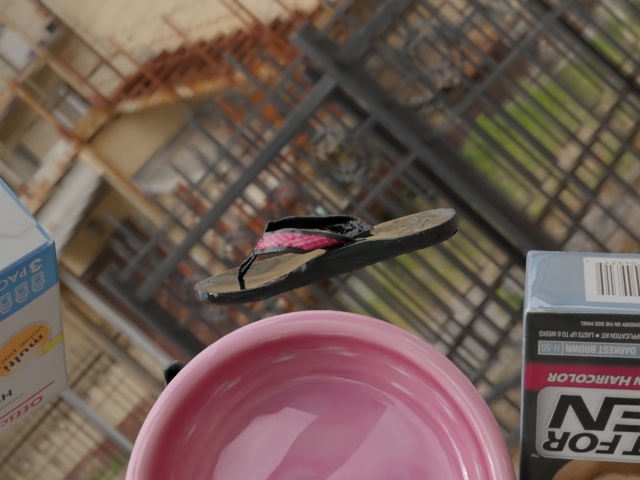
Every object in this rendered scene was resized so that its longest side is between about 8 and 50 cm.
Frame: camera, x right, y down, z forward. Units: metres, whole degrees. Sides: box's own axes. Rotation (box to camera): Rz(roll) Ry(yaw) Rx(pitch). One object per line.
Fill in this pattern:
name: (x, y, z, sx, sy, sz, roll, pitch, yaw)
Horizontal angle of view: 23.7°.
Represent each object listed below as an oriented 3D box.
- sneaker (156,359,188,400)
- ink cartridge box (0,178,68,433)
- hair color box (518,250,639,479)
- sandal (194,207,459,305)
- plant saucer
sneaker: (-0.157, 0.231, 1.803, 0.081, 0.090, 0.232, -39, 24, 14)
ink cartridge box: (-0.187, 0.057, 0.772, 0.104, 0.061, 0.181, -34, -24, -25)
hair color box: (0.263, 0.199, 1.307, 0.113, 0.185, 0.374, -73, -17, -62)
sandal: (0.000, 0.000, 0.970, 0.179, 0.040, 0.067, -17, 14, 19)
plant saucer: (0.002, 0.228, 1.288, 0.332, 0.332, 0.084, -48, -14, -1)
